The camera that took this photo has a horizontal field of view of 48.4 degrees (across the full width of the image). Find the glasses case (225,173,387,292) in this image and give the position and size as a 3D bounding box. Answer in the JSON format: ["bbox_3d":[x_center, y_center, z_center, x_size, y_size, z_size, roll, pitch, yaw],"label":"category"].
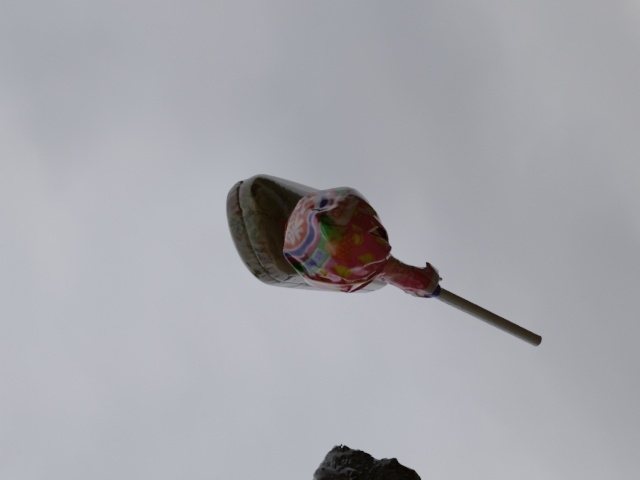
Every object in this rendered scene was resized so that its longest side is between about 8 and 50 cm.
[{"bbox_3d":[0.000,0.000,1.107,0.425,0.098,0.156,12,-120,-61],"label":"glasses case"}]

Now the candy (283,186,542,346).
[{"bbox_3d":[0.123,0.051,0.855,0.365,0.124,0.124,25,-126,-17],"label":"candy"}]

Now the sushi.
[{"bbox_3d":[0.091,0.501,1.413,0.115,0.212,0.147,-55,-29,-45],"label":"sushi"}]
